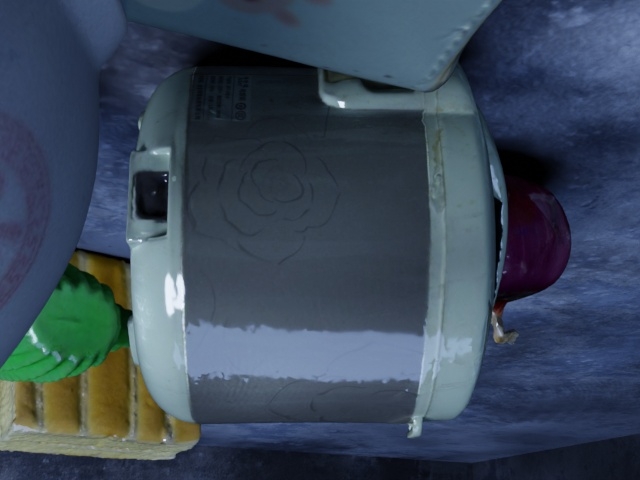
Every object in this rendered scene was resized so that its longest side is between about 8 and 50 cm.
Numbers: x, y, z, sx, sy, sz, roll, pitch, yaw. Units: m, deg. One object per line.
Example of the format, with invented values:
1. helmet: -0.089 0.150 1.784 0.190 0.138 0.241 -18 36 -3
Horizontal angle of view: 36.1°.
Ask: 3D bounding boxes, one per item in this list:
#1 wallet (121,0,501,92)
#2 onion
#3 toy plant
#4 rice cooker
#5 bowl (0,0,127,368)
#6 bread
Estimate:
1. wallet: -0.060 -0.178 0.492 0.360 0.083 0.252 10 158 -15
2. onion: 0.153 0.007 0.951 0.177 0.153 0.177 7 151 4
3. toy plant: -0.212 0.060 0.727 0.154 0.088 0.240 3 172 -10
4. rice cooker: 0.003 -0.001 0.749 0.276 0.288 0.288 -1 161 -2
5. bowl: -0.174 -0.097 0.358 0.157 0.345 0.345 -35 163 -9
6. bread: -0.262 0.130 1.158 0.239 0.246 0.111 14 145 -35
